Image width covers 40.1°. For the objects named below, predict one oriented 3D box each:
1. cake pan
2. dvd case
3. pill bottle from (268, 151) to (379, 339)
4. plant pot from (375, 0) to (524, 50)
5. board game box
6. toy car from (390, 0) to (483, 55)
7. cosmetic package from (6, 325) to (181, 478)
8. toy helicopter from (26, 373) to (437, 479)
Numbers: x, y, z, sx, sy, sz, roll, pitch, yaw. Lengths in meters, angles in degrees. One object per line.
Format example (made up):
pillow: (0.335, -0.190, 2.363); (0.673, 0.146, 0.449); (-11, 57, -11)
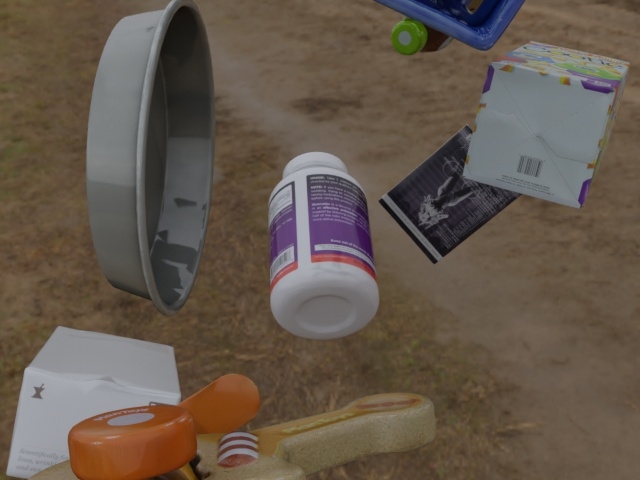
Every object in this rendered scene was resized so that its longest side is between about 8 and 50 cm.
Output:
cake pan: (-0.150, -0.077, 0.814); (0.054, 0.293, 0.293); (4, 26, 4)
dvd case: (0.243, -0.083, 1.636); (0.221, 0.164, 0.018); (-41, 4, 18)
pill bottle: (0.000, 0.000, 1.529); (0.181, 0.181, 0.323); (-6, 48, 3)
plant pot: (0.112, -0.369, 0.910); (0.236, 0.236, 0.212); (20, 24, -26)
board game box: (0.291, -0.156, 1.099); (0.144, 0.142, 0.275); (17, 22, 17)
toy car: (0.213, -0.358, 1.296); (0.188, 0.149, 0.155); (2, 23, 31)
cosmetic package: (-0.336, 0.248, 1.350); (0.217, 0.156, 0.385); (12, 2, -9)
toy helicopter: (-0.062, 0.177, 0.707); (0.355, 0.140, 0.235); (-7, 2, -34)
